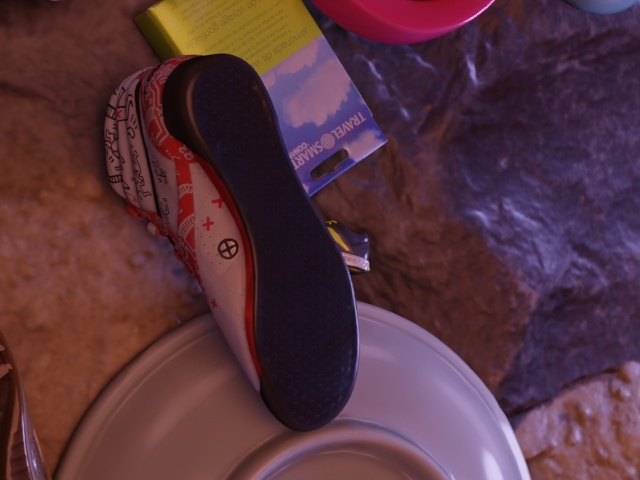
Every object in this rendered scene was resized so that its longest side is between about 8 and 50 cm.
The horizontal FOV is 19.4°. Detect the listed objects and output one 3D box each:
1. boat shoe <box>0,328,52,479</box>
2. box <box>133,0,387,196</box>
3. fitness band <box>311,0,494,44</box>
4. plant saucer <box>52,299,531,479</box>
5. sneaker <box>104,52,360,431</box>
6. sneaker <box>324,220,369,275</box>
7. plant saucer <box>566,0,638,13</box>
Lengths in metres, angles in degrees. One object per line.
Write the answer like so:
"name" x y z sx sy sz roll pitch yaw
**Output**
"boat shoe" -0.234 0.157 1.255 0.109 0.098 0.302 -23 84 -13
"box" -0.042 -0.119 1.374 0.109 0.042 0.178 -36 100 -20
"fitness band" 0.033 -0.286 1.394 0.209 0.054 0.291 -38 101 -28
"plant saucer" 0.000 0.238 1.344 0.400 0.100 0.401 1 87 -22
"sneaker" -0.065 -0.001 1.310 0.090 0.145 0.270 -27 106 -28
"sneaker" 0.000 0.000 1.397 0.083 0.031 0.035 20 66 -24
"plant saucer" 0.229 -0.243 1.505 0.119 0.021 0.119 1 87 -23
